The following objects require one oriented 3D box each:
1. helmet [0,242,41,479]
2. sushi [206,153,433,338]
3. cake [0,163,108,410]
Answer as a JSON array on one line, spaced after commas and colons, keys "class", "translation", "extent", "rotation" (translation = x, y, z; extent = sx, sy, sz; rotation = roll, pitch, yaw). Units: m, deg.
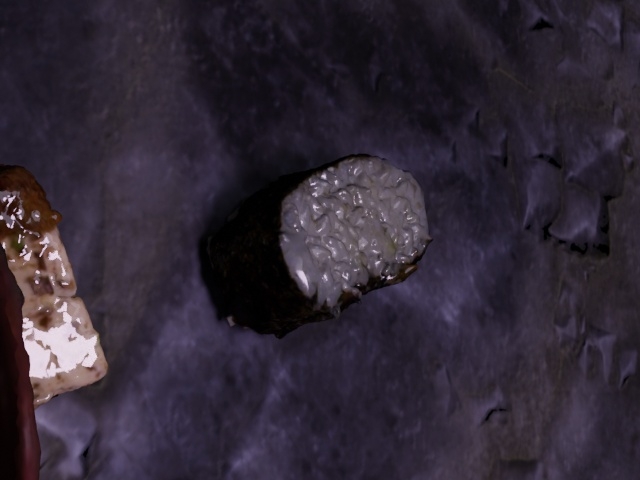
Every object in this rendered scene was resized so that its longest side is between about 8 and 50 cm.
[{"class": "helmet", "translation": [-0.245, 0.133, 0.549], "extent": [0.230, 0.337, 0.385], "rotation": [88, -3, -53]}, {"class": "sushi", "translation": [0.000, 0.000, 1.007], "extent": [0.150, 0.078, 0.091], "rotation": [-33, 96, -48]}, {"class": "cake", "translation": [-0.207, 0.049, 0.710], "extent": [0.246, 0.135, 0.112], "rotation": [-23, 96, -50]}]
